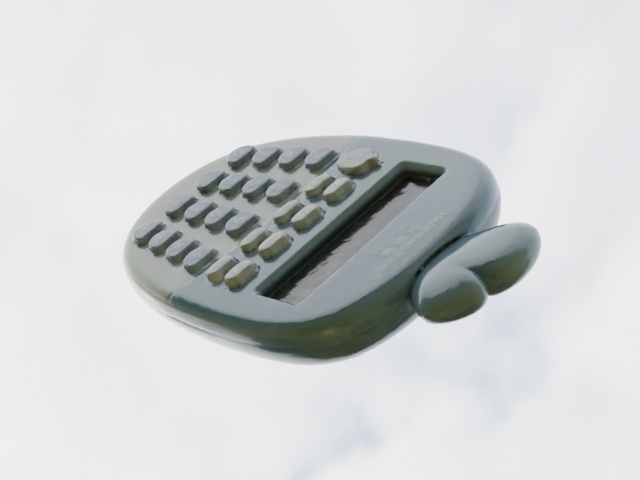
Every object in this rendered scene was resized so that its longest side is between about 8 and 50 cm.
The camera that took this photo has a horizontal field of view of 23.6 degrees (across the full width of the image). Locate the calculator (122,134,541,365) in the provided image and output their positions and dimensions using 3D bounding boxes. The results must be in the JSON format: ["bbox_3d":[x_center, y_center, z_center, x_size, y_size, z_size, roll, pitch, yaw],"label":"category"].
[{"bbox_3d":[0.000,0.000,0.920,0.188,0.302,0.042,-40,-54,-29],"label":"calculator"}]
